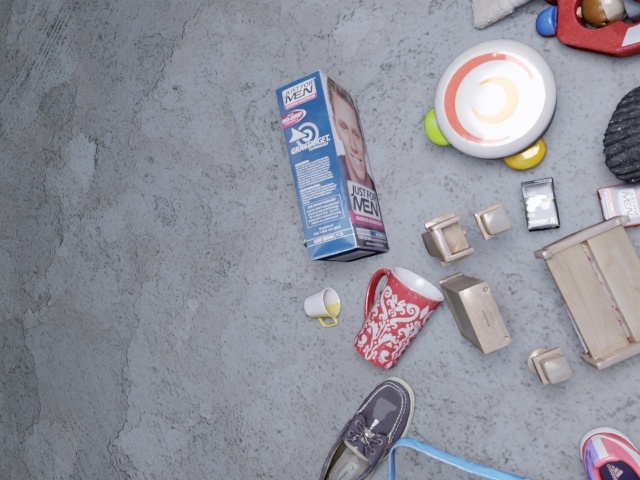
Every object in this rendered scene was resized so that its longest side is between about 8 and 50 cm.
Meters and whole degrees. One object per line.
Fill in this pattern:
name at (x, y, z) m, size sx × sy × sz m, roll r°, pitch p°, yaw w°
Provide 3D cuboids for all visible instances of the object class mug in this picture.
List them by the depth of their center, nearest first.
mug at (0.143, 0.145, 0.935) m, size 0.113 × 0.150 × 0.169 m, roll 25°, pitch 105°, yaw -10°
mug at (0.000, 0.144, 1.019) m, size 0.064 × 0.062 × 0.078 m, roll -19°, pitch 72°, yaw 33°

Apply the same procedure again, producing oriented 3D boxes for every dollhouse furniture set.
dollhouse furniture set at (0.390, 0.042, 0.803) m, size 0.356 × 0.174 × 0.303 m, roll -23°, pitch 88°, yaw 3°

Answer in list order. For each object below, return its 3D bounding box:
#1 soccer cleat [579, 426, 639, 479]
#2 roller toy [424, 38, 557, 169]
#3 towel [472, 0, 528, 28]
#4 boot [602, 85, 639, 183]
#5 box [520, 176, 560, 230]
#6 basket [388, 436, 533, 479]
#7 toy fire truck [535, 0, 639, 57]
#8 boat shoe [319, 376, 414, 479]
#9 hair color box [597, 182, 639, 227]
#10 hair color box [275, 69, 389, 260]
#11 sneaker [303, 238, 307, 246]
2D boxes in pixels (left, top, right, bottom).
soccer cleat at (0.494, 0.442, 0.706) m, size 0.109 × 0.116 × 0.318 m, roll -33°, pitch 72°, yaw 22°
roller toy at (0.306, -0.236, 0.834) m, size 0.210 × 0.146 × 0.191 m, roll 24°, pitch 107°, yaw 21°
towel at (0.343, -0.541, 0.847) m, size 0.187 × 0.049 × 0.281 m, roll -5°, pitch 84°, yaw 62°
boot at (0.592, -0.225, 0.670) m, size 0.348 × 0.260 × 0.131 m, roll -36°, pitch 94°, yaw -16°
box at (0.380, -0.060, 0.830) m, size 0.052 × 0.062 × 0.083 m, roll -8°, pitch 83°, yaw 26°
basket at (0.230, 0.490, 0.794) m, size 0.255 × 0.201 × 0.288 m, roll 9°, pitch 101°, yaw 29°
toy fire truck at (0.476, -0.440, 0.769) m, size 0.254 × 0.170 × 0.301 m, roll 2°, pitch 89°, yaw 54°
boat shoe at (0.086, 0.396, 0.937) m, size 0.103 × 0.092 × 0.285 m, roll 37°, pitch 103°, yaw 25°
hair color box at (0.527, -0.063, 0.765) m, size 0.141 × 0.043 × 0.071 m, roll -12°, pitch 80°, yaw 26°
hair color box at (0.028, -0.136, 0.957) m, size 0.105 × 0.174 × 0.346 m, roll -17°, pitch 79°, yaw 25°
sneaker at (0.000, 0.000, 1.043) m, size 0.083 × 0.031 × 0.035 m, roll -25°, pitch 76°, yaw 24°
